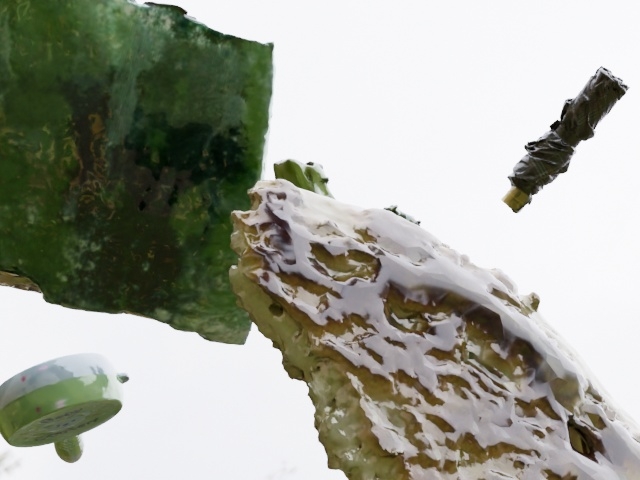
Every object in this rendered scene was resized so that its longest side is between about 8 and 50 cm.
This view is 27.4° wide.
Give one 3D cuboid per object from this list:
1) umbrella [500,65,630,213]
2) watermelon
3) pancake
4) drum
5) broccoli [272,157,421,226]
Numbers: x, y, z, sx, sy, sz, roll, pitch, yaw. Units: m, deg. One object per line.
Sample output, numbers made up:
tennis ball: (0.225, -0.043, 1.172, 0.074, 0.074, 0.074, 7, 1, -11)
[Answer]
umbrella: (0.203, -0.085, 1.113, 0.144, 0.037, 0.040, -52, -129, 11)
watermelon: (-0.166, -0.023, 0.788, 0.264, 0.151, 0.302, 10, -19, -8)
pancake: (0.056, 0.109, 0.533, 0.266, 0.244, 0.057, 26, -41, -10)
drum: (-0.226, 0.162, 1.244, 0.130, 0.253, 0.049, -23, -108, 1)
broccoli: (0.000, 0.000, 1.207, 0.167, 0.154, 0.160, -10, -87, 40)
